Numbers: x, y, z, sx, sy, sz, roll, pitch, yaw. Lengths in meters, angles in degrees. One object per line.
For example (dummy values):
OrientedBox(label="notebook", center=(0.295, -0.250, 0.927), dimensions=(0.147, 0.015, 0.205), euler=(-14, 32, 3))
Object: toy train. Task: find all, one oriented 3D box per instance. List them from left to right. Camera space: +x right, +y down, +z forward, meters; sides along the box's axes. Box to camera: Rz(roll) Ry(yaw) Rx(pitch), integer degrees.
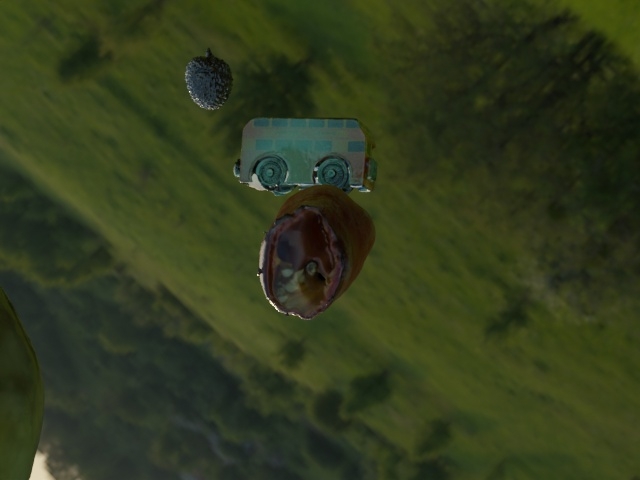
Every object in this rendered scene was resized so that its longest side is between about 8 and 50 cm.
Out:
OrientedBox(label="toy train", center=(-0.019, -0.106, 1.681), dimensions=(0.188, 0.099, 0.072), euler=(3, 178, 15))

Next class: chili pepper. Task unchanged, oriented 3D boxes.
OrientedBox(label="chili pepper", center=(0.000, 0.000, 1.074), dimensions=(0.084, 0.086, 0.192), euler=(40, -165, 0))

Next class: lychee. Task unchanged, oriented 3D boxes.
OrientedBox(label="lychee", center=(-0.145, -0.213, 1.757), dimensions=(0.068, 0.083, 0.067), euler=(-7, 168, 43))

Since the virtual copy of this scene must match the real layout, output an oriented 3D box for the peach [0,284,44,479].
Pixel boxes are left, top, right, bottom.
OrientedBox(label="peach", center=(-0.211, 0.058, 0.422), dimensions=(0.235, 0.214, 0.214), euler=(8, 145, 37))
